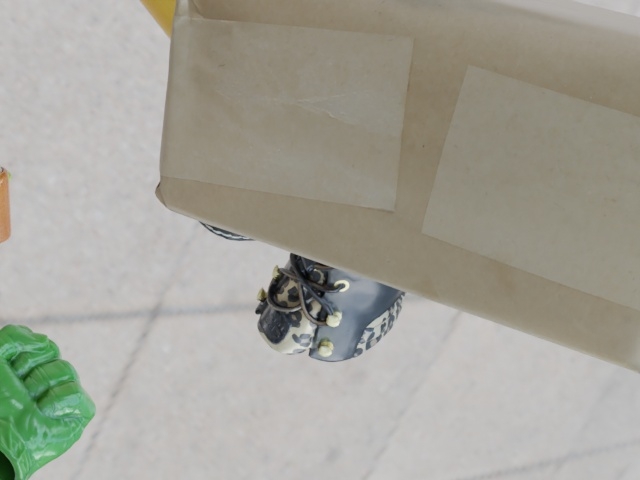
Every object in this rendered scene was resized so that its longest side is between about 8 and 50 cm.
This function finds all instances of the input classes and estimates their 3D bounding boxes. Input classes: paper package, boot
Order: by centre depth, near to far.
[{"bbox_3d":[0.123,-0.063,0.974,0.309,0.325,0.168,-8,113,-58],"label":"paper package"},{"bbox_3d":[0.000,0.000,1.641,0.377,0.138,0.284,-25,145,-45],"label":"boot"}]

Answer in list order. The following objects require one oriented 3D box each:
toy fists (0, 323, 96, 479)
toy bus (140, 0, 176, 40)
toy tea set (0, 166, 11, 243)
[{"bbox_3d":[-0.355,0.123,1.625,0.142,0.279,0.096,-51,163,-42],"label":"toy fists"},{"bbox_3d":[-0.127,-0.264,2.206,0.108,0.332,0.130,-40,138,3],"label":"toy bus"},{"bbox_3d":[-0.472,-0.025,1.923,0.200,0.336,0.124,-9,105,-2],"label":"toy tea set"}]
